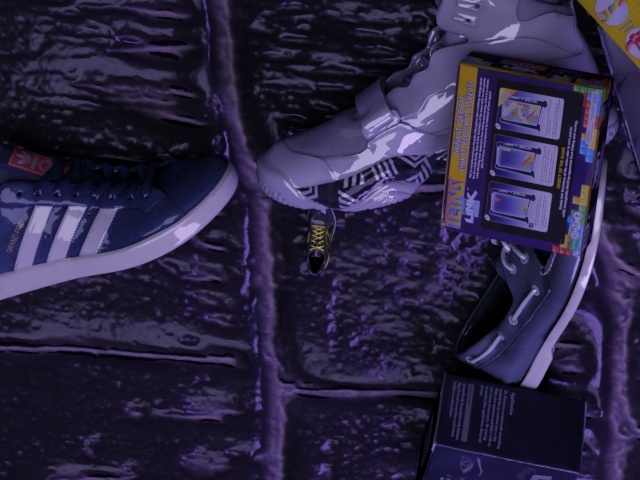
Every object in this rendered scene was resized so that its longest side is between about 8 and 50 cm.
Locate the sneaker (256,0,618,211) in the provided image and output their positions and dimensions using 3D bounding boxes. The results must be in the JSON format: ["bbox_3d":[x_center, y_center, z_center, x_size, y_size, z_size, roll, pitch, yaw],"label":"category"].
[{"bbox_3d":[0.101,-0.162,1.741,0.366,0.137,0.210,-11,112,4],"label":"sneaker"}]

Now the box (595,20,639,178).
[{"bbox_3d":[0.451,-0.156,1.740,0.307,0.076,0.242,-15,112,12],"label":"box"}]

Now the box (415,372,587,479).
[{"bbox_3d":[0.191,0.231,1.897,0.158,0.093,0.156,12,146,0],"label":"box"}]

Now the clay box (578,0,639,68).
[{"bbox_3d":[0.294,-0.260,1.631,0.222,0.053,0.127,47,128,-5],"label":"clay box"}]

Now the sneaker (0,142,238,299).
[{"bbox_3d":[-0.263,-0.046,1.823,0.350,0.131,0.148,-18,116,13],"label":"sneaker"}]

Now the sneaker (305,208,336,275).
[{"bbox_3d":[0.000,0.000,1.874,0.031,0.035,0.083,2,115,3],"label":"sneaker"}]

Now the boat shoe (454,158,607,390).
[{"bbox_3d":[0.214,0.034,1.796,0.099,0.116,0.319,16,137,1],"label":"boat shoe"}]

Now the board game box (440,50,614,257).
[{"bbox_3d":[0.192,-0.081,1.653,0.141,0.048,0.170,13,115,18],"label":"board game box"}]
